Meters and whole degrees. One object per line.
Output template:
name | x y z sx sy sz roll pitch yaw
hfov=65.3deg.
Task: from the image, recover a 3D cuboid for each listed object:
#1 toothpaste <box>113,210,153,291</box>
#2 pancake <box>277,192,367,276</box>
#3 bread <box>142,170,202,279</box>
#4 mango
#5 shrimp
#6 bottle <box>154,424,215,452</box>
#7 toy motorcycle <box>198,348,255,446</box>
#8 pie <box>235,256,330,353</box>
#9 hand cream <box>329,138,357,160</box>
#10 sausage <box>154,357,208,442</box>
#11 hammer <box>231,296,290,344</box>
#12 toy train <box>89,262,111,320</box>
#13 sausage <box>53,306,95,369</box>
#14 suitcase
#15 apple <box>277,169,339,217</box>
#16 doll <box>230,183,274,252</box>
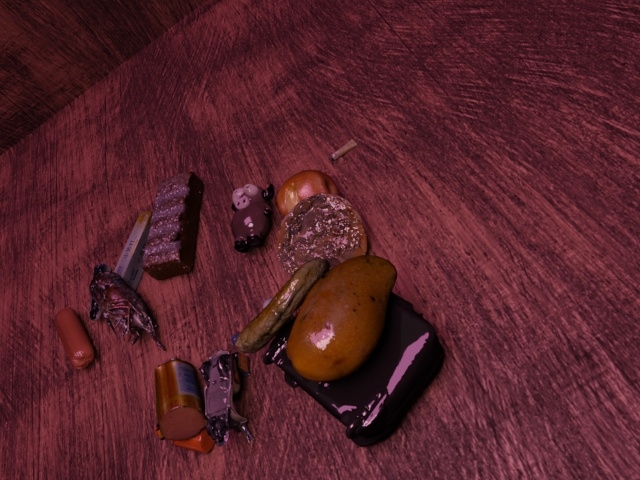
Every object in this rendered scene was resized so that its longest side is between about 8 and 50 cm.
toothpaste | -0.676 0.043 1.840 0.071 0.089 0.312 2 61 26
pancake | 0.000 0.001 1.424 0.283 0.049 0.282 2 97 16
bread | -0.530 -0.065 1.810 0.165 0.113 0.416 -16 53 18
mango | 0.050 0.154 1.089 0.175 0.177 0.329 -41 22 60
shrimp | -0.638 0.253 1.661 0.137 0.172 0.372 -32 68 -17
bottle | -0.377 0.531 1.366 0.187 0.069 0.069 -1 60 28
toy motorcycle | -0.245 0.411 1.314 0.091 0.157 0.263 -24 50 18
pie | -0.083 0.154 1.243 0.070 0.323 0.323 42 85 5
hand cream | 0.075 -0.302 1.678 0.102 0.022 0.035 -36 49 -3
sausage | -0.404 0.420 1.396 0.125 0.117 0.317 -24 26 -12
hammer | -0.178 0.247 1.441 0.194 0.069 0.116 -31 52 15
toy train | -0.813 0.196 1.843 0.052 0.051 0.233 -24 55 15
sausage | -0.869 0.339 1.760 0.086 0.086 0.289 -47 48 -5
suitcase | 0.086 0.263 1.197 0.345 0.188 0.339 30 76 39
apple | -0.041 -0.127 1.531 0.199 0.199 0.199 -15 55 21
doll | -0.232 -0.084 1.649 0.182 0.117 0.257 -19 55 25
